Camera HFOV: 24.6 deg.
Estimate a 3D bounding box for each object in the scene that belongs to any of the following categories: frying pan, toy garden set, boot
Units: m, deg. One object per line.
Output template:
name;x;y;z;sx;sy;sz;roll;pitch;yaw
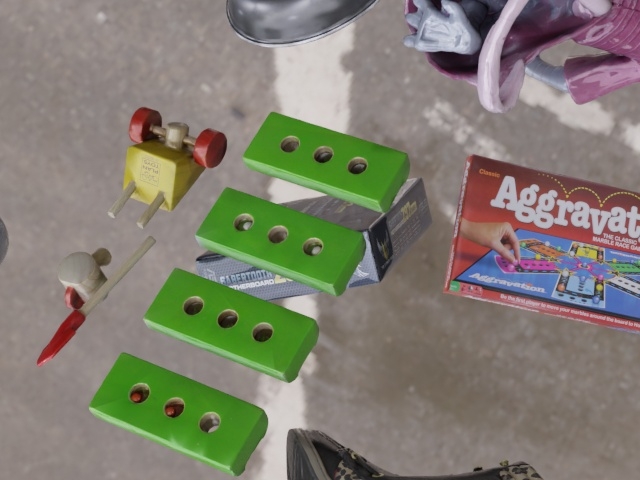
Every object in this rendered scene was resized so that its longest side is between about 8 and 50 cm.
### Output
frying pan;0.049;-0.289;1.435;0.326;0.197;0.053;-18;135;16
toy garden set;-0.080;0.022;0.981;0.204;0.244;0.049;19;154;24
boot;0.079;0.217;1.230;0.236;0.179;0.085;-139;44;-63

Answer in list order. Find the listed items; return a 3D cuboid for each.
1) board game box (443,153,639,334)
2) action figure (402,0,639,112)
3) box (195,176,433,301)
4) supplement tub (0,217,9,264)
board game box;0.274;0.011;1.515;0.281;0.145;0.027;12;169;-10
action figure;0.257;-0.229;1.281;0.370;0.248;0.276;10;-159;-27
box;0.000;0.000;1.493;0.183;0.233;0.059;-9;103;20
supplement tub;-0.380;0.047;1.372;0.117;0.190;0.117;13;141;11
